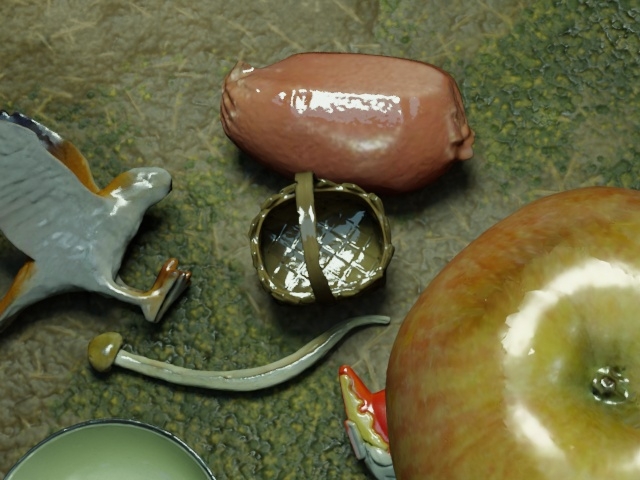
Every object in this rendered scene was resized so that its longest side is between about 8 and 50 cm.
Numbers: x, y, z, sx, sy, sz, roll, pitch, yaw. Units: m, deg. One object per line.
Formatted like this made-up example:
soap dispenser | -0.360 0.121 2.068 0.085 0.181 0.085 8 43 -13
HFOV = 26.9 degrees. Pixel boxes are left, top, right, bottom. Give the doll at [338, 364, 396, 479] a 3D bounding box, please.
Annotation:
doll | 0.070 0.205 1.296 0.109 0.057 0.169 2 88 -10

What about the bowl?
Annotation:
bowl | -0.188 0.292 1.252 0.238 0.126 0.237 -1 74 4

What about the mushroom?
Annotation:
mushroom | -0.082 0.116 1.343 0.306 0.043 0.068 -3 94 2

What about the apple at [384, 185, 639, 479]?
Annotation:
apple | 0.241 0.144 1.142 0.391 0.346 0.391 0 75 1

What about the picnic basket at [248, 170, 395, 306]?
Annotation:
picnic basket | 0.000 0.000 1.291 0.138 0.178 0.128 -12 74 1

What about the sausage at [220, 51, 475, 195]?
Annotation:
sausage | 0.030 -0.121 1.346 0.254 0.148 0.148 6 75 12

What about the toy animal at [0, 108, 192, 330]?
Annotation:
toy animal | -0.288 0.031 1.331 0.302 0.225 0.284 21 93 0
